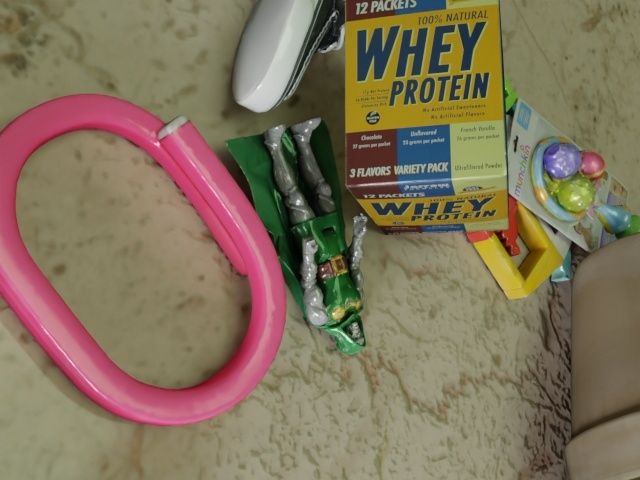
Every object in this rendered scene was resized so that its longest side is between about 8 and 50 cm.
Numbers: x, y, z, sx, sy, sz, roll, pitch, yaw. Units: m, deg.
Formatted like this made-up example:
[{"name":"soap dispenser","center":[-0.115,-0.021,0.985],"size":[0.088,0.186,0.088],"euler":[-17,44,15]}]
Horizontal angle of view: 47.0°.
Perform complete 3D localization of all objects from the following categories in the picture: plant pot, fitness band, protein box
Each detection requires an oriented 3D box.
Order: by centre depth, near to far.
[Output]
[{"name":"fitness band","center":[-0.147,0.014,0.608],"size":[0.209,0.054,0.291],"euler":[-43,105,-34]},{"name":"protein box","center":[0.110,-0.124,0.715],"size":[0.201,0.135,0.200],"euler":[38,50,-71]},{"name":"plant pot","center":[0.432,0.147,0.878],"size":[0.323,0.323,0.281],"euler":[17,54,-33]}]

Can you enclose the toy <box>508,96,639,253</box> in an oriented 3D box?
[{"name":"toy","center":[0.336,-0.073,0.944],"size":[0.237,0.056,0.137],"euler":[33,61,-27]}]

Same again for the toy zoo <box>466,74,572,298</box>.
[{"name":"toy zoo","center":[0.237,-0.064,0.923],"size":[0.192,0.030,0.293],"euler":[-45,107,-35]}]

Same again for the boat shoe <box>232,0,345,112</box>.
[{"name":"boat shoe","center":[-0.001,-0.240,0.746],"size":[0.102,0.108,0.301],"euler":[30,56,-26]}]

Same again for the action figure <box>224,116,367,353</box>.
[{"name":"action figure","center":[0.000,0.000,0.719],"size":[0.137,0.063,0.232],"euler":[-21,96,-41]}]
